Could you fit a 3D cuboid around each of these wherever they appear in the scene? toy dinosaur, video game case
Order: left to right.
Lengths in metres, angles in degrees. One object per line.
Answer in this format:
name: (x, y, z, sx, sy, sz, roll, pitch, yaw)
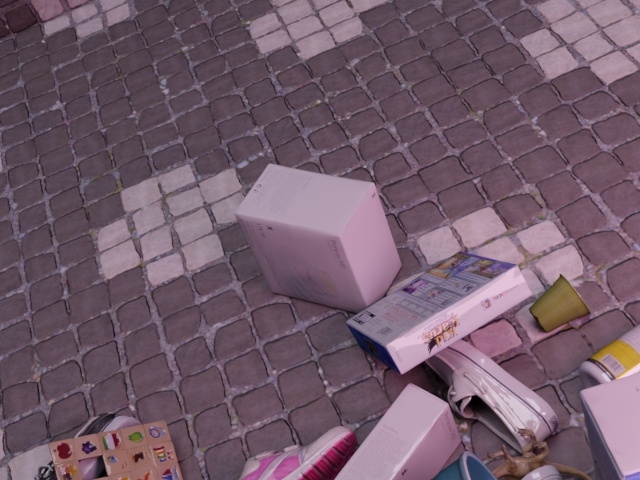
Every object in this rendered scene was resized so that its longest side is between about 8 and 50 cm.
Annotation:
video game case: (0.186, 0.113, 1.729, 0.244, 0.061, 0.269, -32, 9, -8)
toy dinosaur: (0.314, 0.330, 1.558, 0.183, 0.092, 0.053, -6, 24, 2)

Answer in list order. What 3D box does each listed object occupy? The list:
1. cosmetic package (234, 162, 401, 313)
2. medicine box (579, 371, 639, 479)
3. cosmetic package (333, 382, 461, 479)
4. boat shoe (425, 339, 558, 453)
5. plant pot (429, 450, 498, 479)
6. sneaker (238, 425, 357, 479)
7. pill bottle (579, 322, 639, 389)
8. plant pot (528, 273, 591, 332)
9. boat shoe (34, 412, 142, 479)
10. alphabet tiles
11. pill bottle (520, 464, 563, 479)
cosmetic package: (0.000, 0.000, 1.889, 0.225, 0.224, 0.138, 11, 53, 30)
medicine box: (0.503, 0.290, 1.374, 0.264, 0.289, 0.149, -19, 43, 4)
cosmetic package: (0.113, 0.346, 1.600, 0.085, 0.117, 0.231, 25, 62, 36)
boat shoe: (0.247, 0.243, 1.665, 0.088, 0.096, 0.267, -39, 55, -21)
plant pot: (0.157, 0.460, 1.389, 0.255, 0.271, 0.271, -33, 44, 10)
sneaker: (-0.058, 0.366, 1.656, 0.252, 0.103, 0.111, -34, 47, -12)
pill bottle: (0.497, 0.184, 1.608, 0.184, 0.103, 0.103, -32, 45, -9)
plant pot: (0.391, 0.111, 1.744, 0.079, 0.083, 0.083, -35, 45, 4)
boat shoe: (-0.424, 0.407, 1.757, 0.105, 0.113, 0.306, 7, 49, 35)
alphabet tiles: (-0.315, 0.414, 1.699, 0.198, 0.009, 0.237, -7, 57, -25)
pill bottle: (0.342, 0.398, 1.467, 0.087, 0.087, 0.160, -27, 54, -4)
